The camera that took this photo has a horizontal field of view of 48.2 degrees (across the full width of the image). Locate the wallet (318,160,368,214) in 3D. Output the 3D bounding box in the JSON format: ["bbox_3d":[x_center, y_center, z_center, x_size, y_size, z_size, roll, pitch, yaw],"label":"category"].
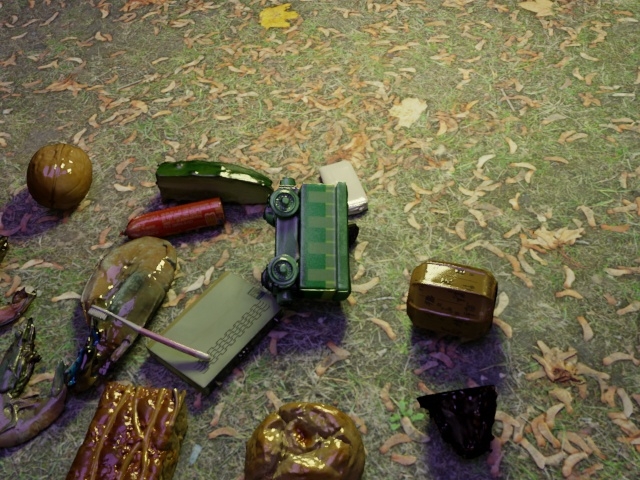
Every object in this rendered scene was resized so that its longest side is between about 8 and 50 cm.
[{"bbox_3d":[0.063,-0.137,1.882,0.095,0.033,0.190,-18,48,-7],"label":"wallet"}]

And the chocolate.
[{"bbox_3d":[0.274,0.353,1.377,0.156,0.156,0.133,-9,76,0],"label":"chocolate"}]

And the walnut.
[{"bbox_3d":[-0.702,-0.175,1.929,0.168,0.167,0.207,-8,46,0],"label":"walnut"}]

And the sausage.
[{"bbox_3d":[-0.381,-0.050,1.832,0.274,0.074,0.074,-12,48,-4],"label":"sausage"}]

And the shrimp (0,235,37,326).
[{"bbox_3d":[-0.791,0.104,1.759,0.222,0.054,0.290,1,52,9],"label":"shrimp"}]

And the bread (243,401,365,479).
[{"bbox_3d":[-0.032,0.408,1.344,0.245,0.134,0.244,-5,45,5],"label":"bread"}]

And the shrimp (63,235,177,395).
[{"bbox_3d":[-0.476,0.151,1.654,0.221,0.110,0.445,1,45,16],"label":"shrimp"}]

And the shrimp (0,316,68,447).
[{"bbox_3d":[-0.629,0.306,1.554,0.178,0.075,0.289,8,49,3],"label":"shrimp"}]

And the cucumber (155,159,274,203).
[{"bbox_3d":[-0.267,-0.160,1.883,0.326,0.145,0.105,5,56,6],"label":"cucumber"}]

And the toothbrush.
[{"bbox_3d":[-0.368,0.202,1.534,0.287,0.020,0.025,22,58,5],"label":"toothbrush"}]

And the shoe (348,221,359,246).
[{"bbox_3d":[0.001,-0.001,1.746,0.194,0.074,0.077,-31,47,-17],"label":"shoe"}]

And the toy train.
[{"bbox_3d":[-0.032,0.002,1.633,0.203,0.120,0.300,1,74,-7],"label":"toy train"}]

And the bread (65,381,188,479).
[{"bbox_3d":[-0.374,0.421,1.391,0.185,0.114,0.274,4,51,11],"label":"bread"}]

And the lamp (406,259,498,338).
[{"bbox_3d":[0.283,0.125,1.544,0.185,0.161,0.161,8,50,16],"label":"lamp"}]

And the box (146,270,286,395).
[{"bbox_3d":[-0.228,0.203,1.608,0.211,0.045,0.270,27,56,26],"label":"box"}]
